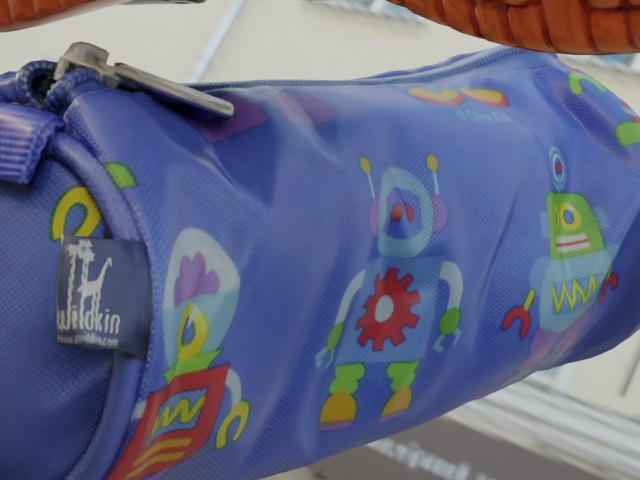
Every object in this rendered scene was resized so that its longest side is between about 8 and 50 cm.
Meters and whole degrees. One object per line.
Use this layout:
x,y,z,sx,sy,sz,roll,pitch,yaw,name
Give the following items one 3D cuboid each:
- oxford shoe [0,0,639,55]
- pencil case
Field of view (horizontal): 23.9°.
0.036,-0.117,0.371,0.364,0.130,0.133,7,16,36,oxford shoe
0.000,0.000,0.490,0.119,0.133,0.306,24,21,36,pencil case
